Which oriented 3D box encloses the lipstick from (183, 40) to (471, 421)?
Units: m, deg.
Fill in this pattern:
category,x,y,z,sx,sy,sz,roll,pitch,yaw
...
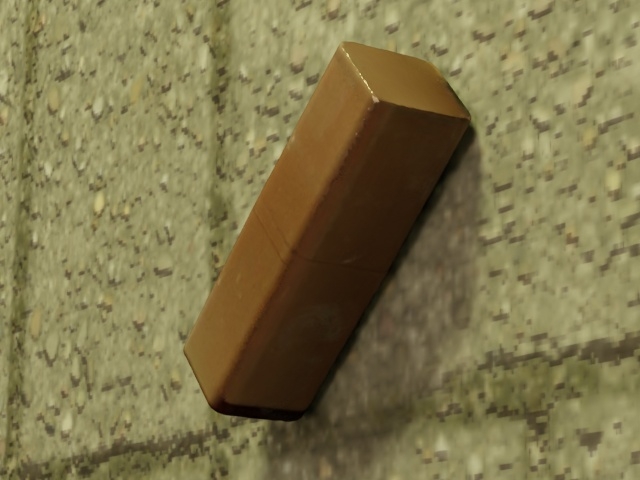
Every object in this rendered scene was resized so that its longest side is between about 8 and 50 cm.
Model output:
category,x,y,z,sx,sy,sz,roll,pitch,yaw
lipstick,0.000,0.000,0.681,0.145,0.045,0.045,-62,35,28
